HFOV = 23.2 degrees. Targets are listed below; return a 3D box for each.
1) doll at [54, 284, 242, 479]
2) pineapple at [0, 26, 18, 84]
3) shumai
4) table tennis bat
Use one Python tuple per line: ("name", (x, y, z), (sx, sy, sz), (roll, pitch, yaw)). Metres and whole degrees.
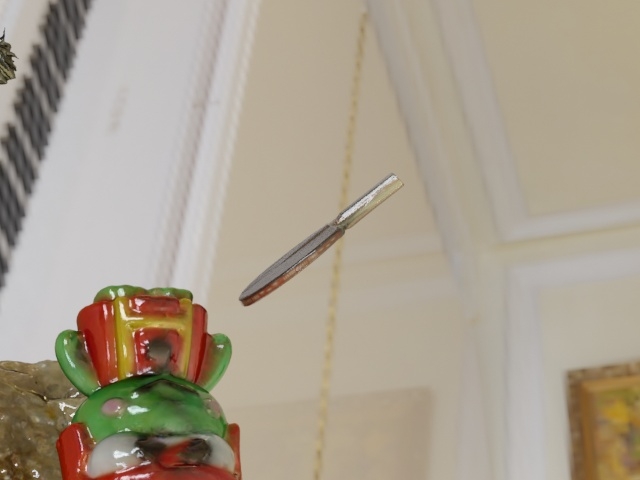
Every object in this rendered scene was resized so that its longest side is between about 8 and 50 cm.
("doll", (-0.166, 0.222, 1.528), (0.160, 0.182, 0.363), (-50, -138, 50))
("pineapple", (-0.351, -0.215, 1.539), (0.159, 0.074, 0.074), (60, 26, -46))
("shumai", (-0.283, 0.211, 1.711), (0.314, 0.262, 0.267), (47, 0, -10))
("table tennis bat", (0.000, 0.000, 1.691), (0.019, 0.220, 0.130), (52, -4, -7))
